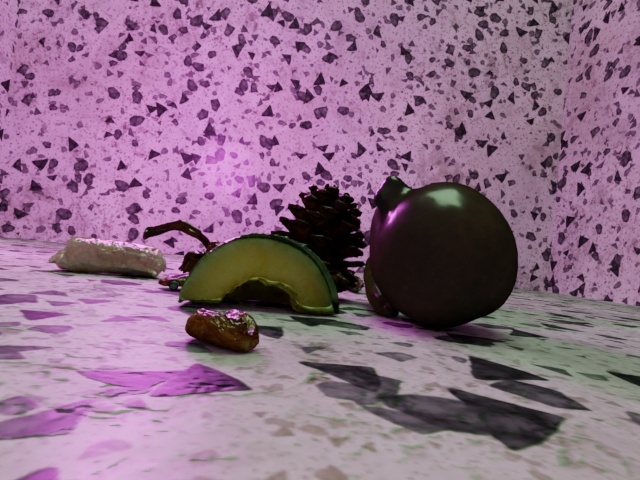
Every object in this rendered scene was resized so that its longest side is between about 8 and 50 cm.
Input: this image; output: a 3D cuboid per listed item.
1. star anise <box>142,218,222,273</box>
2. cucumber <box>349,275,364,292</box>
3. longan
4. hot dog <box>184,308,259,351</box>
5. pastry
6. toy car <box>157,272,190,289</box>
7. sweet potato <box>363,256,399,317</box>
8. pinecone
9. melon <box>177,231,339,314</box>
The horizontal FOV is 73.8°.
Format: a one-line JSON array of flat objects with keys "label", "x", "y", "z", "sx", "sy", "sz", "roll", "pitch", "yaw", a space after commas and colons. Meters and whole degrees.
[{"label": "star anise", "x": -0.340, "y": 0.035, "z": 1.240, "sx": 0.346, "sy": 0.148, "sz": 0.237, "roll": 19, "pitch": -8, "yaw": -9}, {"label": "cucumber", "x": 0.099, "y": 0.135, "z": 1.329, "sx": 0.053, "sy": 0.053, "sz": 0.181, "roll": 6, "pitch": -4, "yaw": -3}, {"label": "longan", "x": 0.197, "y": 0.016, "z": 0.739, "sx": 0.300, "sy": 0.243, "sz": 0.300, "roll": 44, "pitch": -5, "yaw": 5}, {"label": "hot dog", "x": -0.101, "y": 0.089, "z": 0.436, "sx": 0.083, "sy": 0.035, "sz": 0.058, "roll": 5, "pitch": -6, "yaw": 36}, {"label": "pastry", "x": -0.517, "y": 0.044, "z": 1.054, "sx": 0.258, "sy": 0.089, "sz": 0.121, "roll": 10, "pitch": -16, "yaw": -20}, {"label": "toy car", "x": -0.276, "y": 0.086, "z": 0.893, "sx": 0.122, "sy": 0.035, "sz": 0.059, "roll": 9, "pitch": 1, "yaw": -22}, {"label": "sweet potato", "x": 0.127, "y": 0.086, "z": 0.903, "sx": 0.075, "sy": 0.075, "sz": 0.273, "roll": 6, "pitch": 17, "yaw": 5}, {"label": "pinecone", "x": -0.003, "y": 0.000, "z": 1.027, "sx": 0.246, "sy": 0.292, "sz": 0.246, "roll": 15, "pitch": -18, "yaw": 5}, {"label": "melon", "x": -0.108, "y": 0.056, "z": 0.766, "sx": 0.265, "sy": 0.129, "sz": 0.169, "roll": 6, "pitch": -5, "yaw": -15}]
